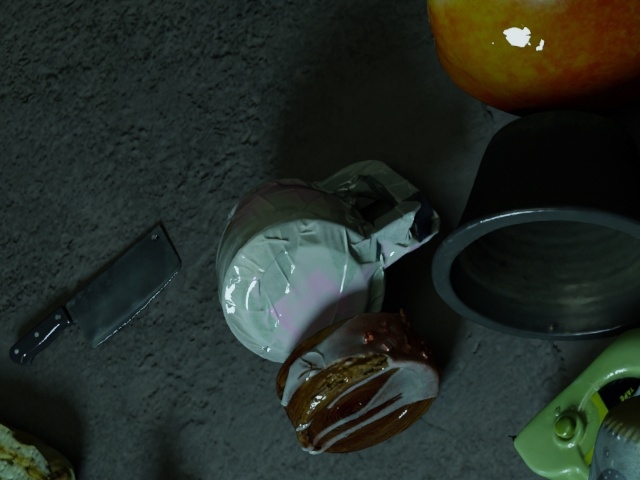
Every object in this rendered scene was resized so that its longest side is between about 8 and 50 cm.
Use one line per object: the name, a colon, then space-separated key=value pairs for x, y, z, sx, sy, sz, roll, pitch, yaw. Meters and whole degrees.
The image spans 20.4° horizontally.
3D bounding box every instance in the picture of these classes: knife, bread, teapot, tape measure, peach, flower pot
knife: x=-0.256 y=0.081 z=2.022 sx=0.245 sy=0.019 sz=0.072 roll=-38 pitch=64 yaw=18
bread: x=0.037 y=0.139 z=1.744 sx=0.160 sy=0.160 sz=0.073 roll=-43 pitch=52 yaw=18
teapot: x=-0.013 y=-0.005 z=1.788 sx=0.221 sy=0.163 sz=0.178 roll=-54 pitch=25 yaw=16
tape measure: x=0.292 y=0.174 z=1.608 sx=0.200 sy=0.106 sz=0.175 roll=-47 pitch=46 yaw=14
peach: x=0.237 y=-0.230 z=1.658 sx=0.274 sy=0.248 sz=0.245 roll=-2 pitch=113 yaw=17
bread: x=-0.362 y=0.272 z=2.016 sx=0.232 sy=0.088 sz=0.128 roll=20 pitch=83 yaw=40
flower pot: x=0.222 y=-0.025 z=1.644 sx=0.235 sy=0.235 sz=0.148 roll=-14 pitch=55 yaw=30

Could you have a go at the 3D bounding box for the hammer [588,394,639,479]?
hammer: x=0.370 y=0.234 z=1.486 sx=0.305 sy=0.113 sz=0.202 roll=4 pitch=109 yaw=-6
